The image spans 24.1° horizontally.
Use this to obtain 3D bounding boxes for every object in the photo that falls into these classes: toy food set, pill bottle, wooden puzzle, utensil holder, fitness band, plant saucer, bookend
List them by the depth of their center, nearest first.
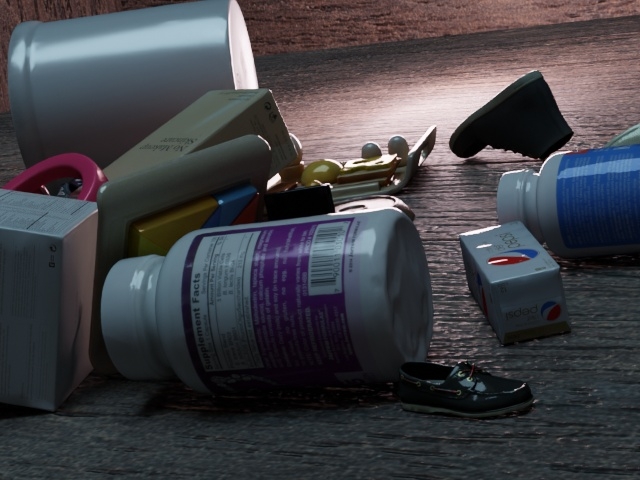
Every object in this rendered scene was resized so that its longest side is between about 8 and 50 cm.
[{"bbox_3d":[-0.054,0.065,1.466,0.301,0.169,0.169,-6,15,21],"label":"pill bottle"},{"bbox_3d":[-0.147,0.020,1.618,0.221,0.239,0.044,-22,43,-35],"label":"wooden puzzle"},{"bbox_3d":[0.316,-0.043,1.681,0.221,0.124,0.124,-5,15,26],"label":"pill bottle"},{"bbox_3d":[0.000,0.000,1.707,0.072,0.156,0.157,-9,13,12],"label":"bookend"},{"bbox_3d":[-0.409,-0.002,2.026,0.291,0.054,0.209,-43,35,-10],"label":"fitness band"},{"bbox_3d":[0.045,-0.031,2.065,0.168,0.029,0.168,-12,14,3],"label":"plant saucer"},{"bbox_3d":[0.018,-0.124,2.328,0.306,0.092,0.220,-8,14,16],"label":"toy food set"},{"bbox_3d":[-0.318,-0.251,2.651,0.385,0.328,0.327,-7,14,6],"label":"utensil holder"}]

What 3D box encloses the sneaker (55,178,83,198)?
[{"bbox_3d":[-0.380,-0.043,2.295,0.299,0.112,0.121,2,19,46],"label":"sneaker"}]

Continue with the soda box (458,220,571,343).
[{"bbox_3d":[0.199,0.041,1.561,0.073,0.069,0.216,-12,13,0],"label":"soda box"}]

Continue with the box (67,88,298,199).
[{"bbox_3d":[-0.194,-0.092,2.160,0.148,0.121,0.311,3,35,44],"label":"box"}]

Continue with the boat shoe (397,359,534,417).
[{"bbox_3d":[0.126,0.130,1.324,0.133,0.042,0.049,1,16,37],"label":"boat shoe"}]

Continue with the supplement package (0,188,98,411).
[{"bbox_3d":[-0.351,0.054,1.601,0.203,0.194,0.149,9,16,8],"label":"supplement package"}]

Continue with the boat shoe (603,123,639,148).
[{"bbox_3d":[0.494,-0.127,2.023,0.233,0.084,0.079,-18,-25,3],"label":"boat shoe"}]

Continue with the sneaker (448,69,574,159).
[{"bbox_3d":[0.285,-0.154,2.281,0.083,0.118,0.222,-23,-12,-36],"label":"sneaker"}]
